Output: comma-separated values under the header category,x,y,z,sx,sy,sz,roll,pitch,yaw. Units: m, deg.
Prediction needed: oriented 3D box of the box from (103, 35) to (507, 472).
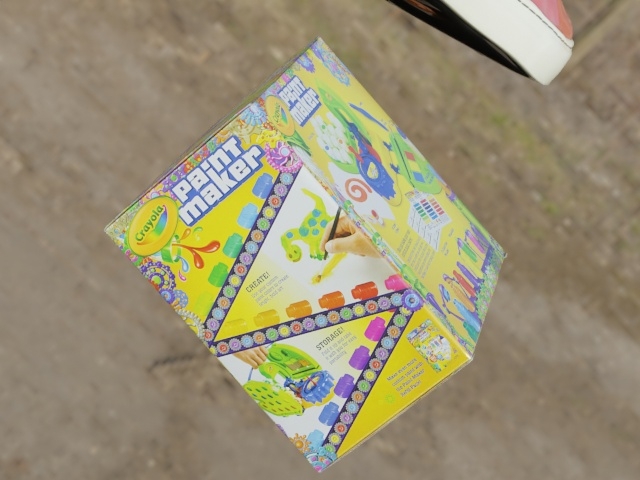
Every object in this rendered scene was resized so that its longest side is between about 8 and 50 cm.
category,x,y,z,sx,sy,sz,roll,pitch,yaw
box,0.000,0.000,1.588,0.279,0.177,0.290,49,20,-6

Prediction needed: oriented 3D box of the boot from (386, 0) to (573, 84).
category,x,y,z,sx,sy,sz,roll,pitch,yaw
boot,0.088,-0.174,0.780,0.088,0.176,0.244,28,0,25
